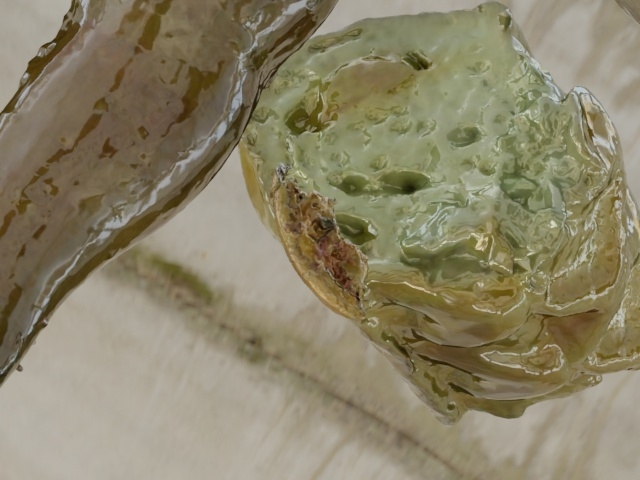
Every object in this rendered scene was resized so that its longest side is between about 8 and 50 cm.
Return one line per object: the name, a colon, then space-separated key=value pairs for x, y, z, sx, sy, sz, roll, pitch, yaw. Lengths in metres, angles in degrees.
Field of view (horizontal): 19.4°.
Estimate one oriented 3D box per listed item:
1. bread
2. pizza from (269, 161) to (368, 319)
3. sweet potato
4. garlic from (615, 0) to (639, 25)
bread: x=0.084 y=-0.008 z=1.122 sx=0.238 sy=0.252 sz=0.196 roll=-9 pitch=-117 yaw=24
pizza: x=0.000 y=0.000 z=0.863 sx=0.037 sy=0.016 sz=0.083 roll=-22 pitch=-99 yaw=-36
sweet potato: x=-0.016 y=-0.082 z=0.458 sx=0.067 sy=0.067 sz=0.274 roll=31 pitch=-103 yaw=5
garlic: x=0.190 y=-0.224 z=0.741 sx=0.317 sy=0.317 sz=0.259 roll=48 pitch=-151 yaw=13
